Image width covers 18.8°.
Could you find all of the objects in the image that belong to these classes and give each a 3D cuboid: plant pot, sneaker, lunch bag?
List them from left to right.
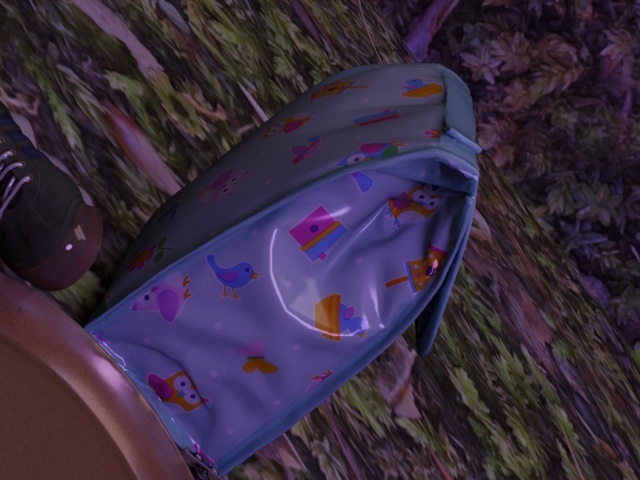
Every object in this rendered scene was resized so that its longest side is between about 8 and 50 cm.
[{"bbox_3d":[-0.195,-0.042,1.117,0.086,0.064,0.192,36,8,-36],"label":"sneaker"},{"bbox_3d":[-0.139,0.118,1.019,0.236,0.032,0.236,48,16,-18],"label":"plant pot"},{"bbox_3d":[0.000,0.000,1.250,0.160,0.262,0.223,50,15,-12],"label":"lunch bag"}]

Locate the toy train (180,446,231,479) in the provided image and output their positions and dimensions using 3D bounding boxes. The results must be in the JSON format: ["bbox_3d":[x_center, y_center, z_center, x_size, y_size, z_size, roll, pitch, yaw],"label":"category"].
[{"bbox_3d":[-0.044,0.171,1.191,0.158,0.027,0.036,43,15,-35],"label":"toy train"}]
